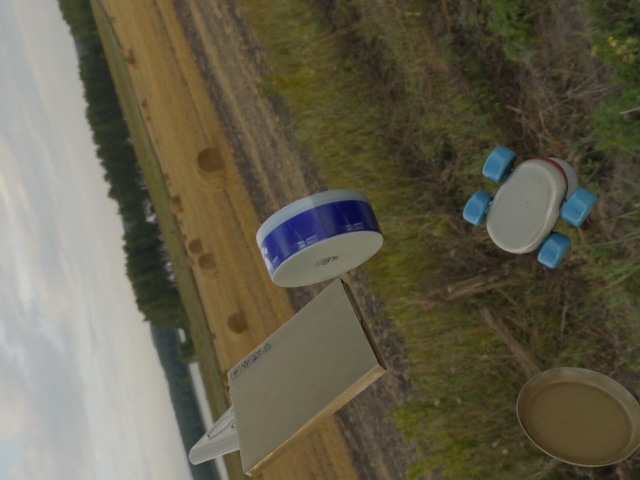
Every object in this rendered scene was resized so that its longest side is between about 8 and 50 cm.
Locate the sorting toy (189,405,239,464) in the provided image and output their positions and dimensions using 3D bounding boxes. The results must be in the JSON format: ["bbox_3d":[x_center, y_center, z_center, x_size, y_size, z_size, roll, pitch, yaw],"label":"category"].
[{"bbox_3d":[-0.132,0.318,1.156,0.038,0.208,0.193,50,132,-8],"label":"sorting toy"}]

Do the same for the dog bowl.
[{"bbox_3d":[0.000,0.000,1.371,0.265,0.265,0.104,107,144,-65],"label":"dog bowl"}]

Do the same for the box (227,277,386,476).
[{"bbox_3d":[-0.026,0.156,0.739,0.021,0.201,0.164,42,-167,-32],"label":"box"}]

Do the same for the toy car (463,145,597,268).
[{"bbox_3d":[0.471,-0.094,1.340,0.219,0.238,0.210,34,126,24],"label":"toy car"}]

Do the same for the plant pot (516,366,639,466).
[{"bbox_3d":[0.515,0.354,1.252,0.236,0.236,0.032,-125,19,-50],"label":"plant pot"}]
